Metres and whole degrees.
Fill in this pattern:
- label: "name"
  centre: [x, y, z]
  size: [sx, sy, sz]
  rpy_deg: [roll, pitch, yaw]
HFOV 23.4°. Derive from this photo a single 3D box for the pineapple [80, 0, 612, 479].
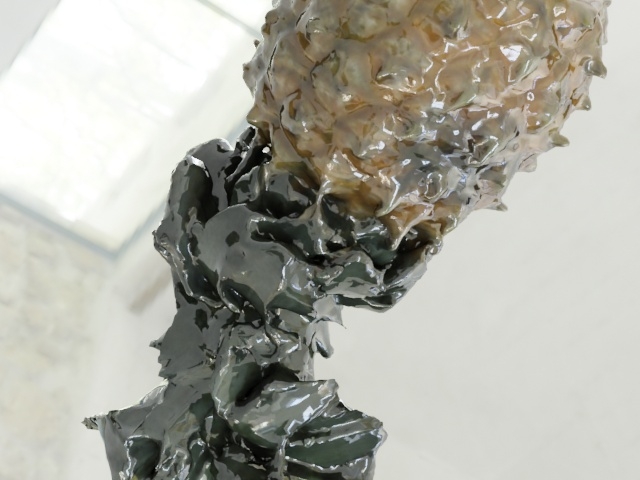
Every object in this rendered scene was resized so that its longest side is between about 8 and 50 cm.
- label: "pineapple"
  centre: [0.000, 0.000, 0.525]
  size: [0.237, 0.111, 0.119]
  rpy_deg: [-59, -147, 11]
